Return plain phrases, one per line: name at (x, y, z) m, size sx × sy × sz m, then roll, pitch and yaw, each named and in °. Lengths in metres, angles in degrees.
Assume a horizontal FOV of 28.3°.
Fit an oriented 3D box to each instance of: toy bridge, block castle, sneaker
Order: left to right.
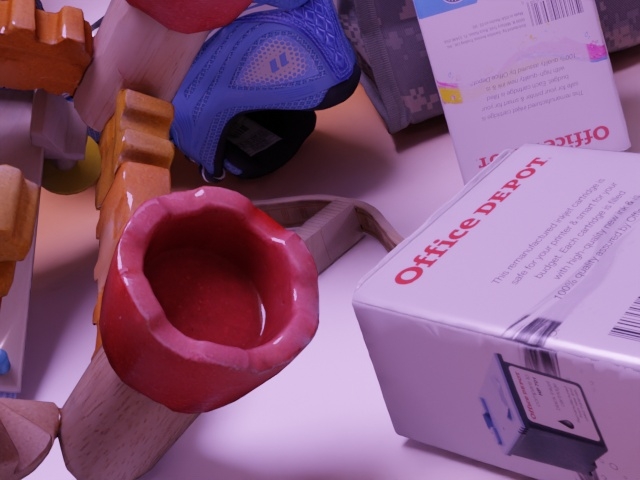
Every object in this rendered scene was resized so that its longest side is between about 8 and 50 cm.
block castle at (-0.231, -0.078, 0.508) m, size 0.453 × 0.213 × 0.303 m, roll 12°, pitch 52°, yaw -23°
sneaker at (-0.094, -0.094, 0.838) m, size 0.130 × 0.147 × 0.330 m, roll -44°, pitch 17°, yaw -29°
toy bridge at (0.000, 0.000, 0.710) m, size 0.188 × 0.026 × 0.063 m, roll 13°, pitch 41°, yaw 45°

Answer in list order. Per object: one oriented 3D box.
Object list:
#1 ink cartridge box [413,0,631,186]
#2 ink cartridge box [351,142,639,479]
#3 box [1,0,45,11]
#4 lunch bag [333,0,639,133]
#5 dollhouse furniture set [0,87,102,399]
ink cartridge box at (0.111, -0.096, 0.704) m, size 0.092 × 0.143 × 0.090 m, roll -14°, pitch 11°, yaw 11°
ink cartridge box at (0.131, 0.031, 0.514) m, size 0.191 × 0.082 × 0.140 m, roll 9°, pitch 39°, yaw 44°
box at (-0.425, -0.168, 1.103) m, size 0.343 × 0.178 × 0.312 m, roll -23°, pitch 27°, yaw -3°
lunch bag at (0.101, -0.221, 0.886) m, size 0.235 × 0.168 × 0.287 m, roll -20°, pitch 31°, yaw -3°
dollhouse furniture set at (-0.285, 0.058, 0.736) m, size 0.304 × 0.198 × 0.286 m, roll 2°, pitch 68°, yaw -9°
